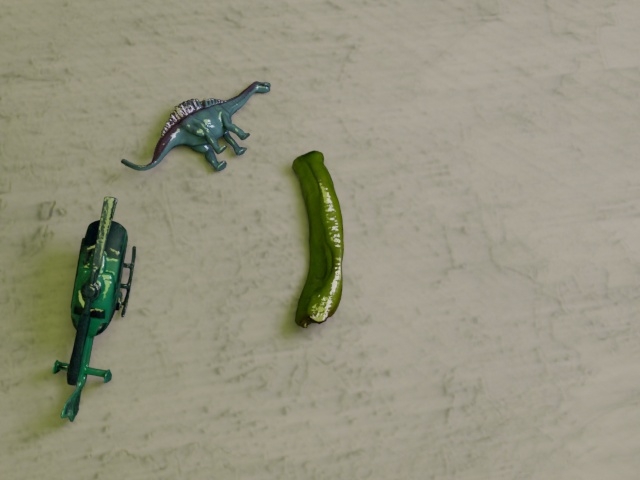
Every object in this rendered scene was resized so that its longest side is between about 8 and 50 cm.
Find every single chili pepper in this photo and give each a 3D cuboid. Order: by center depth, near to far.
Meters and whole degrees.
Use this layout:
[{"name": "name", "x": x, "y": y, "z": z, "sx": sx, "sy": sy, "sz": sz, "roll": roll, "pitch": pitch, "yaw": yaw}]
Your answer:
[{"name": "chili pepper", "x": 0.000, "y": 0.000, "z": 1.638, "sx": 0.052, "sy": 0.050, "sz": 0.201, "roll": -14, "pitch": 68, "yaw": 28}]

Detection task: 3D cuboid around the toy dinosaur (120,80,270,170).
[{"name": "toy dinosaur", "x": -0.126, "y": -0.119, "z": 1.657, "sx": 0.197, "sy": 0.045, "sz": 0.080, "roll": -32, "pitch": 68, "yaw": -23}]

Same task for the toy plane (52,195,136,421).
[{"name": "toy plane", "x": -0.233, "y": 0.071, "z": 1.559, "sx": 0.060, "sy": 0.096, "sz": 0.235, "roll": 10, "pitch": 90, "yaw": -3}]
